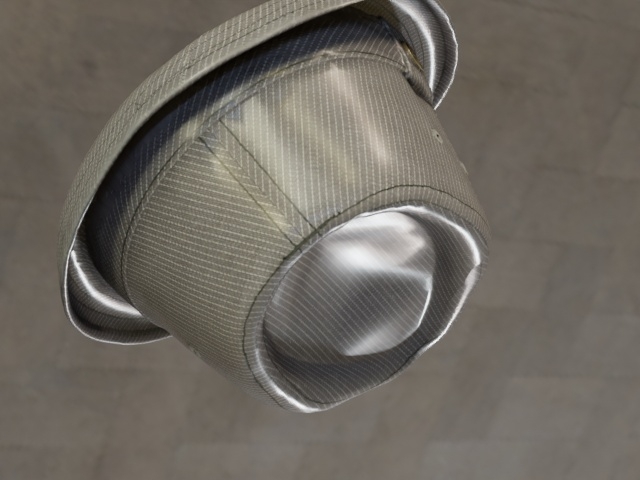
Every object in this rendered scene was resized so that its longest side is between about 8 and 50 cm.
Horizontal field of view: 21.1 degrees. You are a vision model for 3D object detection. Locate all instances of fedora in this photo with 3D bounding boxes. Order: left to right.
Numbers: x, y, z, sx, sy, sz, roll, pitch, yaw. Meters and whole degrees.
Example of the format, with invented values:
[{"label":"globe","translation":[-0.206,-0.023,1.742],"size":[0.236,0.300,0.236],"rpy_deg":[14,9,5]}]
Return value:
[{"label":"fedora","translation":[0.000,0.000,0.846],"size":[0.244,0.124,0.275],"rpy_deg":[-38,157,-4]}]
